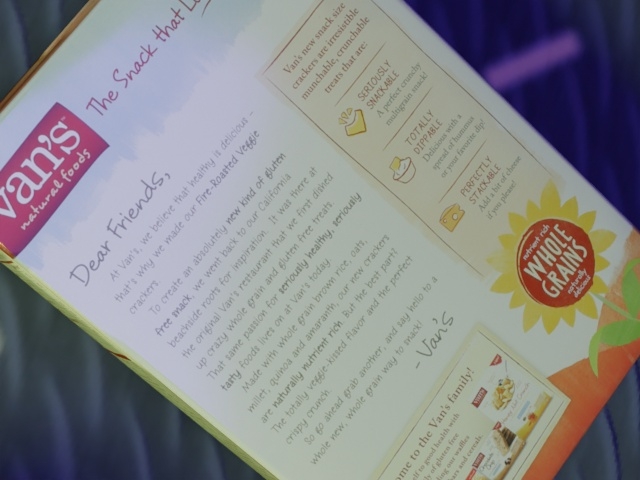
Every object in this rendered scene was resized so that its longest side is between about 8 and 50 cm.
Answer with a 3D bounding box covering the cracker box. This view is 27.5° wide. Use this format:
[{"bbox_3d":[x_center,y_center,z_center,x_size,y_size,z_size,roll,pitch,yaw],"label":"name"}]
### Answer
[{"bbox_3d":[0.000,0.000,0.470,0.232,0.067,0.156,42,77,-15],"label":"cracker box"}]
